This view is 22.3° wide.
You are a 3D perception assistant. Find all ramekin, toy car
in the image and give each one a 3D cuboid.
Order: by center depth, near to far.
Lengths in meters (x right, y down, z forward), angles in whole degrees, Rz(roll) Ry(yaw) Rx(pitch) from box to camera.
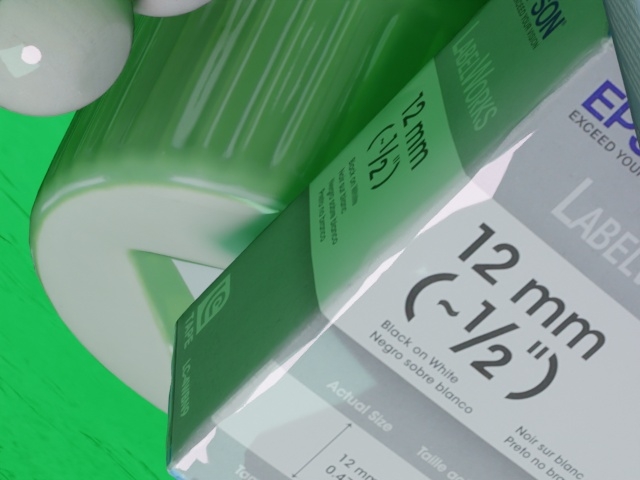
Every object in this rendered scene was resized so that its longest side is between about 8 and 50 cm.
[{"bbox_3d":[-0.126,-0.153,0.677,0.159,0.182,0.136,32,147,19],"label":"toy car"},{"bbox_3d":[0.000,0.000,0.835,0.303,0.148,0.303,18,148,12],"label":"ramekin"}]

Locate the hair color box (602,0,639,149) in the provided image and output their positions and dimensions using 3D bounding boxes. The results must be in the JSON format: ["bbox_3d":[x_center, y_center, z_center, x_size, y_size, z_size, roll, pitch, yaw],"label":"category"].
[{"bbox_3d":[0.181,-0.069,0.467,0.185,0.114,0.374,-17,116,6],"label":"hair color box"}]

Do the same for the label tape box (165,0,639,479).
[{"bbox_3d":[0.143,0.017,0.633,0.249,0.115,0.347,37,114,-20],"label":"label tape box"}]
